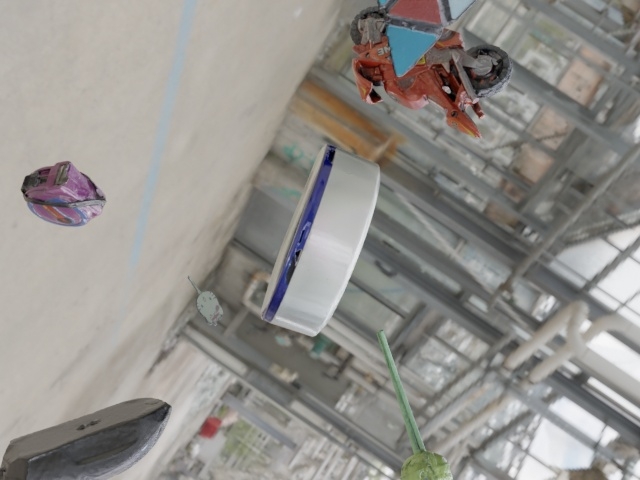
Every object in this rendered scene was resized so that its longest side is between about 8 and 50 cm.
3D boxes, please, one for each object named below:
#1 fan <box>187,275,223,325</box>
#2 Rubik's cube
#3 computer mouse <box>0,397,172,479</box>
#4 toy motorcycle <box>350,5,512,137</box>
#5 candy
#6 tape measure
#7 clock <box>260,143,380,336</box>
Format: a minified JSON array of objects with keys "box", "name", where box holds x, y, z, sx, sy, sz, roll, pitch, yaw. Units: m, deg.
[{"box":[-0.174,0.087,1.250,0.004,0.083,0.056,-29,-170,26],"name":"fan"},{"box":[0.126,-0.404,1.039,0.250,0.234,0.284,-13,-119,34],"name":"Rubik's cube"},{"box":[-0.282,0.257,1.027,0.217,0.073,0.122,-14,-174,-26],"name":"computer mouse"},{"box":[0.162,-0.280,1.379,0.171,0.298,0.089,-59,156,-9],"name":"toy motorcycle"},{"box":[0.160,0.319,1.549,0.093,0.335,0.092,-21,157,11],"name":"candy"},{"box":[-0.418,-0.075,1.378,0.118,0.125,0.074,49,45,-51],"name":"tape measure"},{"box":[0.000,0.000,1.032,0.230,0.083,0.230,-161,-90,-86],"name":"clock"}]
